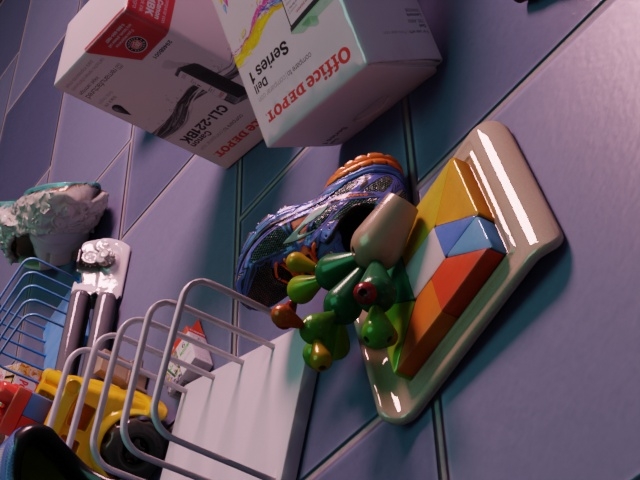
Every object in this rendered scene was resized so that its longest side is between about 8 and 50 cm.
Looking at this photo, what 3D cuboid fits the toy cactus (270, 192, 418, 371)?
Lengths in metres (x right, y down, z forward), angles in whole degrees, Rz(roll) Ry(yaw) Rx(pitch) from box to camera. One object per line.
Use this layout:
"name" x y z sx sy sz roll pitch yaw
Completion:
"toy cactus" 0.024 0.035 1.358 0.180 0.112 0.219 -59 13 -4

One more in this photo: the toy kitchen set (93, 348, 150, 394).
"toy kitchen set" -0.273 0.172 1.881 0.083 0.075 0.068 -34 36 39

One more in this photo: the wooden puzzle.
"wooden puzzle" 0.110 0.022 1.332 0.238 0.044 0.221 -51 27 22

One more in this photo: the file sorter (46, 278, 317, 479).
"file sorter" -0.154 0.181 1.531 0.278 0.173 0.193 -30 41 49

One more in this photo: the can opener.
"can opener" -0.327 0.110 2.078 0.093 0.074 0.280 93 -179 -46

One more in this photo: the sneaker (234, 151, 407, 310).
"sneaker" 0.000 0.000 1.486 0.221 0.083 0.087 -41 37 13

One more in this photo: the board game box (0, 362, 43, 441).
"board game box" -0.509 0.291 2.252 0.147 0.045 0.193 -14 53 59

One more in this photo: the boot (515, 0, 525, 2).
"boot" 0.235 -0.293 1.416 0.114 0.037 0.106 -14 66 62

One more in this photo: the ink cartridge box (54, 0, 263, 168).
"ink cartridge box" -0.174 -0.228 1.864 0.197 0.273 0.114 -35 40 45

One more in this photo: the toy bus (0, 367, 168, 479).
"toy bus" -0.317 0.260 1.721 0.149 0.211 0.220 7 73 62

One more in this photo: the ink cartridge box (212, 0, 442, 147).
"ink cartridge box" -0.010 -0.268 1.613 0.201 0.117 0.278 -36 69 46

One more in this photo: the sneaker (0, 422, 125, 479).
"sneaker" -0.230 0.320 1.416 0.330 0.130 0.147 49 137 18

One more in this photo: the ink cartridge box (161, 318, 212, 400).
"ink cartridge box" -0.167 0.142 1.761 0.063 0.029 0.115 -55 26 16

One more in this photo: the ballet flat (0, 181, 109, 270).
"ballet flat" -0.447 -0.018 2.386 0.409 0.147 0.147 -7 59 64

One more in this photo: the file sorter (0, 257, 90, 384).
"file sorter" -0.428 0.124 2.196 0.118 0.104 0.170 -54 27 20

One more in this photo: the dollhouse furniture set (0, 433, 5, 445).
"dollhouse furniture set" -0.444 0.401 1.718 0.256 0.362 0.394 8 65 19
